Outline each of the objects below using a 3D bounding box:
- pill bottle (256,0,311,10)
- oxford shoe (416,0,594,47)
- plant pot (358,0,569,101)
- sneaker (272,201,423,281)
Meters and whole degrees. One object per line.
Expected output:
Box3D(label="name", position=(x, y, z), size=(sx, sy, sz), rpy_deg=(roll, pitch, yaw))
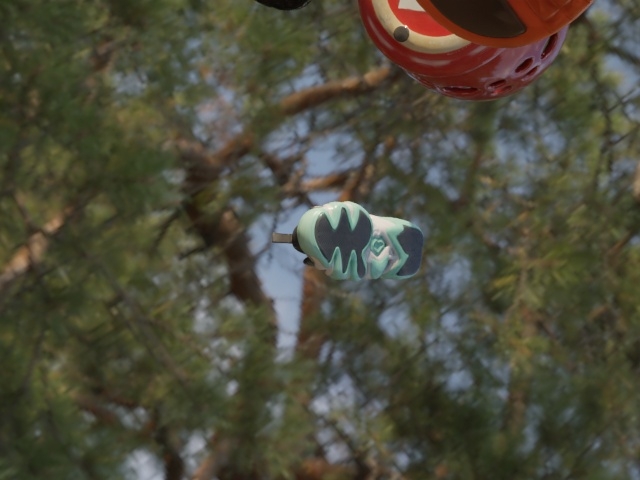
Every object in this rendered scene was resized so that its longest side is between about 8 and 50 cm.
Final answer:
Box3D(label="pill bottle", position=(-0.005, -0.354, 1.346), size=(0.122, 0.219, 0.123), rpy_deg=(22, -36, 17))
Box3D(label="oxford shoe", position=(0.170, -0.232, 0.561), size=(0.130, 0.133, 0.363), rpy_deg=(43, -40, -12))
Box3D(label="plant pot", position=(0.138, -0.239, 1.233), size=(0.191, 0.174, 0.191), rpy_deg=(-1, -92, 20))
Box3D(label="sneaker", position=(0.000, 0.000, 0.633), size=(0.069, 0.098, 0.038), rpy_deg=(8, -95, 35))
